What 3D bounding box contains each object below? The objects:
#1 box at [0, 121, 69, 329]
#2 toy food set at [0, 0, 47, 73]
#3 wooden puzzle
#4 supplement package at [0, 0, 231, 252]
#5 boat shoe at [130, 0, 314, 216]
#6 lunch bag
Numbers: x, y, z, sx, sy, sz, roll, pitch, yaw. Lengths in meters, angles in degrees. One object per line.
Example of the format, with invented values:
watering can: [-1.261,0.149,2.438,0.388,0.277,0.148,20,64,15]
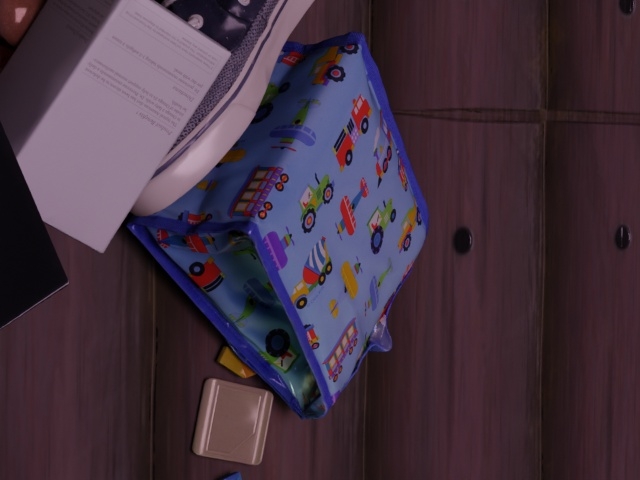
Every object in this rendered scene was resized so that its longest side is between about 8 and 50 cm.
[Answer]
box: [-0.305,-0.065,1.286,0.103,0.184,0.261,-36,116,-37]
toy food set: [-0.230,-0.136,1.429,0.218,0.071,0.128,48,61,-33]
wooden puzzle: [-0.077,0.157,1.624,0.078,0.014,0.116,24,75,-36]
supplement package: [-0.170,-0.101,1.378,0.105,0.105,0.179,32,94,-37]
boat shoe: [-0.110,-0.190,1.517,0.158,0.127,0.340,46,54,-27]
lunch bag: [0.000,0.000,1.620,0.221,0.138,0.293,-61,137,-30]
